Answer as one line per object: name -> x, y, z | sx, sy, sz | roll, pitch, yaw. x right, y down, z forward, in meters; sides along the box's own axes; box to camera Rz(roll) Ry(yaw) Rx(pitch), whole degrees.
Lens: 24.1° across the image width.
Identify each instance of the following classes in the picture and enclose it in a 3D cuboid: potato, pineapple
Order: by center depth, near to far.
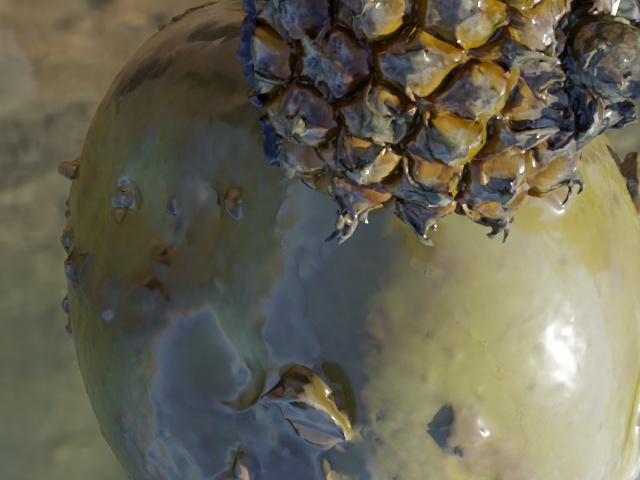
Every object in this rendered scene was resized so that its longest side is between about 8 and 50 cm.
pineapple -> 0.071, -0.073, 0.563 | 0.161, 0.137, 0.176 | -28, 126, -41
potato -> 0.000, 0.000, 0.999 | 0.385, 0.442, 0.319 | -52, 136, -29
